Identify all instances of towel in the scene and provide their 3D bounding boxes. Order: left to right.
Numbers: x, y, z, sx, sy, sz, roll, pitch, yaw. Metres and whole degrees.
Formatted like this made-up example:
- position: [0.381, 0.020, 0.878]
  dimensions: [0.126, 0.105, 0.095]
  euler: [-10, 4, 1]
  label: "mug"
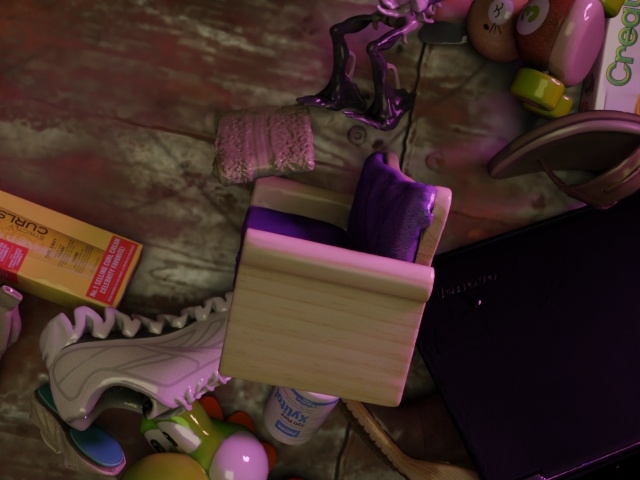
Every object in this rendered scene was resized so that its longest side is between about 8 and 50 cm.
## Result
- position: [-0.060, -0.105, 0.875]
  dimensions: [0.110, 0.148, 0.027]
  euler: [-9, 123, -1]
  label: "towel"

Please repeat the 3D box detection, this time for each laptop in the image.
- position: [0.319, 0.201, 0.932]
  dimensions: [0.382, 0.236, 0.408]
  euler: [-17, 116, -11]
  label: "laptop"

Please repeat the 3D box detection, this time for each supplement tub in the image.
- position: [-0.018, 0.171, 0.911]
  dimensions: [0.071, 0.071, 0.107]
  euler: [20, 132, -6]
  label: "supplement tub"

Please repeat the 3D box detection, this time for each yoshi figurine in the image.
- position: [-0.087, 0.335, 0.887]
  dimensions: [0.203, 0.203, 0.362]
  euler: [-43, 91, 9]
  label: "yoshi figurine"

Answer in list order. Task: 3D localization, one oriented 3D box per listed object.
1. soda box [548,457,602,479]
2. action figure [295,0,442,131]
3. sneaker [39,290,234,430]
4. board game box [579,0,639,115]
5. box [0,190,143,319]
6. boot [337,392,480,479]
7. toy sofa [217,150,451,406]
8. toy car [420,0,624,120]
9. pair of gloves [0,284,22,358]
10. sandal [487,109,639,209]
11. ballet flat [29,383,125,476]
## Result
- position: [0.282, 0.354, 0.975]
  dimensions: [0.067, 0.071, 0.210]
  euler: [15, 94, -7]
  label: "soda box"
- position: [0.060, -0.257, 0.838]
  dimensions: [0.141, 0.164, 0.276]
  euler: [-9, 120, -45]
  label: "action figure"
- position: [-0.140, 0.129, 0.870]
  dimensions: [0.292, 0.110, 0.118]
  euler: [-7, 52, -18]
  label: "sneaker"
- position: [0.416, -0.272, 0.938]
  dimensions: [0.193, 0.053, 0.305]
  euler: [7, 95, -5]
  label: "board game box"
- position: [-0.317, 0.008, 0.889]
  dimensions: [0.232, 0.058, 0.087]
  euler: [22, 65, -6]
  label: "box"
- position: [0.159, 0.193, 0.961]
  dimensions: [0.248, 0.090, 0.207]
  euler: [44, 77, -4]
  label: "boot"
- position: [0.000, 0.000, 0.776]
  dimensions: [0.150, 0.362, 0.177]
  euler: [12, 101, -5]
  label: "toy sofa"
- position: [0.205, -0.238, 0.888]
  dimensions: [0.188, 0.149, 0.155]
  euler: [28, 99, 22]
  label: "toy car"
- position: [-0.432, 0.058, 0.857]
  dimensions: [0.240, 0.042, 0.204]
  euler: [30, 125, -6]
  label: "pair of gloves"
- position: [0.338, -0.079, 0.909]
  dimensions: [0.303, 0.120, 0.086]
  euler: [3, 72, -6]
  label: "sandal"
- position: [-0.266, 0.217, 0.894]
  dimensions: [0.057, 0.168, 0.052]
  euler: [7, 109, -46]
  label: "ballet flat"
